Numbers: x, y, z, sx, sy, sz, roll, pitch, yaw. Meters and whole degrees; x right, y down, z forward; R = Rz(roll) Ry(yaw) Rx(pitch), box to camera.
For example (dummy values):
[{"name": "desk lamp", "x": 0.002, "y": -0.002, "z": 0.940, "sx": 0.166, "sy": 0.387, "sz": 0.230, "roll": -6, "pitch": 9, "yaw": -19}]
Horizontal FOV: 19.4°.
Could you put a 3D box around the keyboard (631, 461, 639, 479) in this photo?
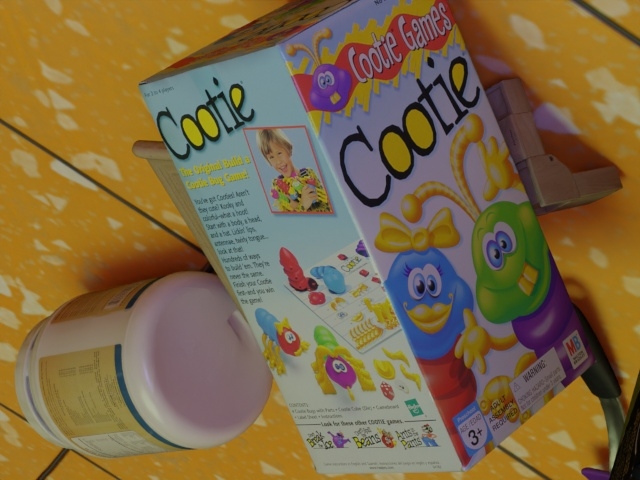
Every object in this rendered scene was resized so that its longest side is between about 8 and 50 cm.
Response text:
[{"name": "keyboard", "x": 0.207, "y": 0.157, "z": 0.788, "sx": 0.100, "sy": 0.038, "sz": 0.192, "roll": -7, "pitch": 138, "yaw": 37}]

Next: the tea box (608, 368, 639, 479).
[{"name": "tea box", "x": 0.281, "y": 0.051, "z": 0.931, "sx": 0.220, "sy": 0.329, "sz": 0.323, "roll": 18, "pitch": 148, "yaw": 7}]

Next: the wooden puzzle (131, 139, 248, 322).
[{"name": "wooden puzzle", "x": 0.000, "y": 0.000, "z": 1.387, "sx": 0.221, "sy": 0.044, "sz": 0.238, "roll": 5, "pitch": 145, "yaw": 34}]

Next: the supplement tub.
[{"name": "supplement tub", "x": -0.151, "y": 0.107, "z": 1.557, "sx": 0.200, "sy": 0.144, "sz": 0.144, "roll": -12, "pitch": 129, "yaw": 48}]

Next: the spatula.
[{"name": "spatula", "x": 0.217, "y": 0.134, "z": 1.402, "sx": 0.084, "sy": 0.030, "sz": 0.296, "roll": 9, "pitch": 143, "yaw": 34}]

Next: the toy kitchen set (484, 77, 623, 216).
[{"name": "toy kitchen set", "x": 0.134, "y": -0.056, "z": 1.203, "sx": 0.068, "sy": 0.075, "sz": 0.083, "roll": -28, "pitch": 77, "yaw": 51}]

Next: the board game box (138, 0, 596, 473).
[{"name": "board game box", "x": 0.032, "y": -0.010, "z": 1.155, "sx": 0.144, "sy": 0.142, "sz": 0.275, "roll": -9, "pitch": 110, "yaw": 49}]
